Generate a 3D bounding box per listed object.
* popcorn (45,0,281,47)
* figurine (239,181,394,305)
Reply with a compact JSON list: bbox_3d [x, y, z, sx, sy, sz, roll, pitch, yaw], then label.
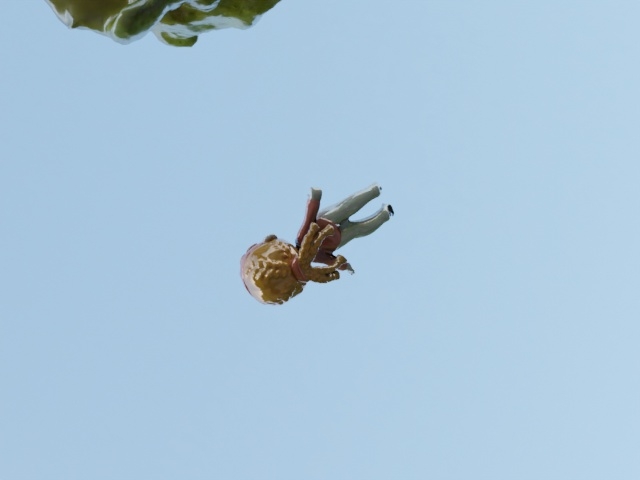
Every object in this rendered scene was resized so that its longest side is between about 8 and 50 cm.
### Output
[{"bbox_3d":[-0.104,-0.213,1.020,0.155,0.197,0.198,0,-74,-58],"label":"popcorn"},{"bbox_3d":[0.000,0.000,0.994,0.109,0.047,0.064,-33,-68,-23],"label":"figurine"}]
